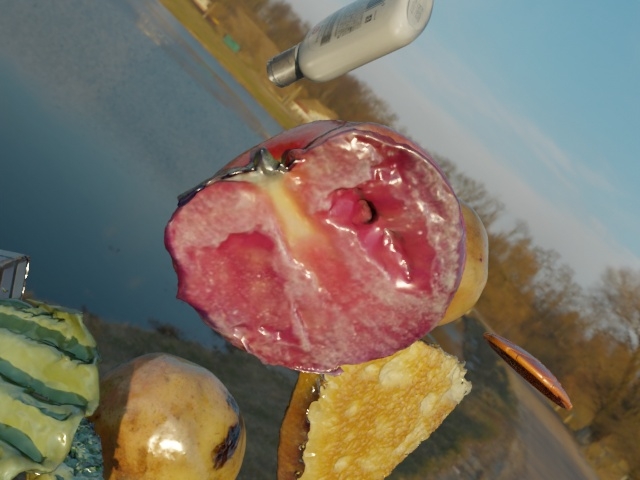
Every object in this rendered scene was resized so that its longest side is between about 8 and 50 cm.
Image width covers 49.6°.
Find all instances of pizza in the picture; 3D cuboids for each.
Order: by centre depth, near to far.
[{"bbox_3d":[0.061,0.266,1.144,0.080,0.435,0.392,31,-27,44],"label":"pizza"}]

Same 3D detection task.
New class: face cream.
[{"bbox_3d":[0.033,-0.302,1.052,0.071,0.291,0.144,46,49,-30],"label":"face cream"}]

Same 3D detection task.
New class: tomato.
[{"bbox_3d":[-0.004,0.000,0.828,0.176,0.335,0.289,-96,163,-67],"label":"tomato"}]

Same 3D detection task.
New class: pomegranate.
[{"bbox_3d":[-0.287,0.360,1.269,0.322,0.322,0.322,45,6,-6],"label":"pomegranate"},{"bbox_3d":[0.178,0.034,1.300,0.229,0.270,0.252,93,-3,-55],"label":"pomegranate"}]

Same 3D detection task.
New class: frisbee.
[{"bbox_3d":[0.369,0.222,1.220,0.192,0.035,0.192,42,-3,2],"label":"frisbee"}]

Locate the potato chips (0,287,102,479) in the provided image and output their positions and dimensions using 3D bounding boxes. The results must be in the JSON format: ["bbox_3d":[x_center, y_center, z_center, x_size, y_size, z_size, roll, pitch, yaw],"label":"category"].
[{"bbox_3d":[-0.372,0.085,0.487,0.389,0.097,0.373,13,5,41],"label":"potato chips"}]

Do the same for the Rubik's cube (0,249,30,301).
[{"bbox_3d":[-0.822,0.175,1.376,0.363,0.358,0.362,9,5,-9],"label":"Rubik's cube"}]

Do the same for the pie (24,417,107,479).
[{"bbox_3d":[-0.342,0.380,0.842,0.103,0.288,0.355,19,8,-28],"label":"pie"}]
